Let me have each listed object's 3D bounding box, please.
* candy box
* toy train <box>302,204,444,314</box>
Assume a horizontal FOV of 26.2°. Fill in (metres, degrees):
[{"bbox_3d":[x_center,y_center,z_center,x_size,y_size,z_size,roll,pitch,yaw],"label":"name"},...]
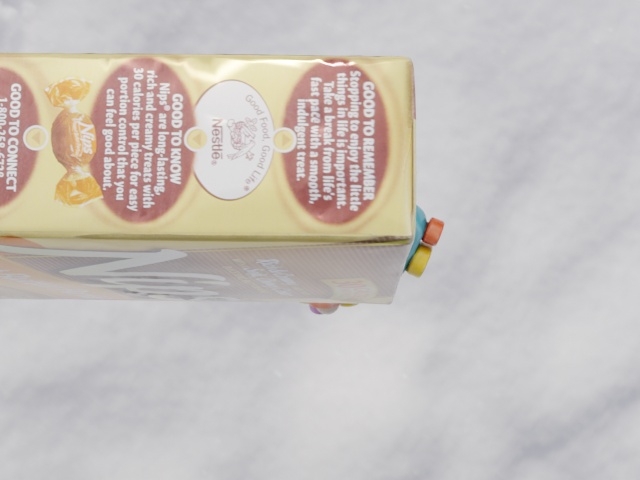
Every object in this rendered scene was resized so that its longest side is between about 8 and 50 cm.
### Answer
[{"bbox_3d":[-0.117,-0.023,0.654,0.316,0.183,0.087,1,80,0],"label":"candy box"},{"bbox_3d":[0.000,0.000,0.951,0.125,0.166,0.046,55,33,-24],"label":"toy train"}]
